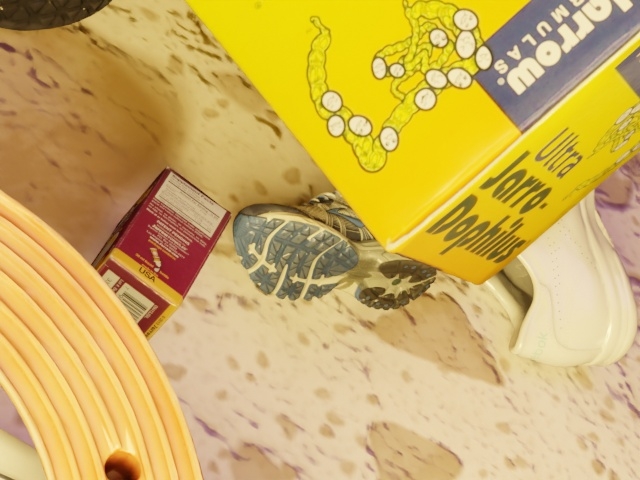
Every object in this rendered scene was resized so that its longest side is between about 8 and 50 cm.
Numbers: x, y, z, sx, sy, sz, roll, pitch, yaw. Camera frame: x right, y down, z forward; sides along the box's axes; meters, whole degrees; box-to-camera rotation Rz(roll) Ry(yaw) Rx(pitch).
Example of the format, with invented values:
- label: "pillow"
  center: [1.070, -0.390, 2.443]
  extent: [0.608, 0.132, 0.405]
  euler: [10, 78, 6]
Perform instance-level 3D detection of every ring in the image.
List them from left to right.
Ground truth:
- label: "ring"
  center: [-0.201, 0.110, 0.638]
  extent: [0.337, 0.032, 0.336]
  euler: [8, 64, -17]

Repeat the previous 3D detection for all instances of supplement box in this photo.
- label: "supplement box"
  center: [-0.086, 0.012, 0.903]
  extent: [0.043, 0.055, 0.083]
  euler: [37, 36, -8]
- label: "supplement box"
  center: [0.027, -0.175, 1.010]
  extent: [0.356, 0.195, 0.194]
  euler: [51, 11, 17]

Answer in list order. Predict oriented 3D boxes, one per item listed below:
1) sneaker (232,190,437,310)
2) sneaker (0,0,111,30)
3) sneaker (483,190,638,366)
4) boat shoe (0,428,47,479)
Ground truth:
- label: "sneaker"
  center: [0.000, 0.000, 1.007]
  extent: [0.135, 0.052, 0.058]
  euler: [17, 34, -42]
- label: "sneaker"
  center: [-0.202, -0.178, 0.957]
  extent: [0.235, 0.084, 0.097]
  euler: [4, 49, -41]
- label: "sneaker"
  center: [0.116, -0.020, 1.112]
  extent: [0.094, 0.080, 0.212]
  euler: [-2, 56, -29]
- label: "boat shoe"
  center: [-0.101, 0.145, 0.728]
  extent: [0.268, 0.096, 0.088]
  euler: [31, 42, -14]
